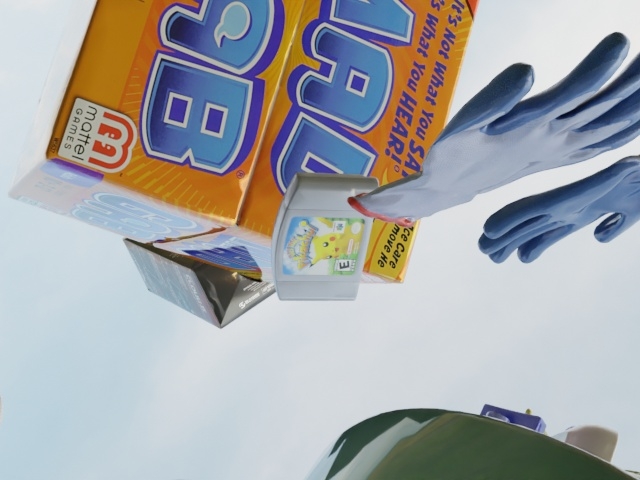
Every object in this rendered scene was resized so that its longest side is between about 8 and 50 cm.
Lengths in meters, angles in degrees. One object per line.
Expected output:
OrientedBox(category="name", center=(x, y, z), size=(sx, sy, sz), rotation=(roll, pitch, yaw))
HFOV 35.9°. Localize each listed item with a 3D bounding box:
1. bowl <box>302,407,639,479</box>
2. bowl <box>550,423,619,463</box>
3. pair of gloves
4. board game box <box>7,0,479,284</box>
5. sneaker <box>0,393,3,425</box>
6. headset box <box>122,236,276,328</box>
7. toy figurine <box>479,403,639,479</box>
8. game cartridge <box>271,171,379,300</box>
OrientedBox(category="bowl", center=(0.044, 0.232, 0.326), size=(0.163, 0.312, 0.311), rotation=(-31, -141, -34))
OrientedBox(category="bowl", center=(0.279, 0.273, 1.129), size=(0.053, 0.142, 0.142), rotation=(27, -107, 4))
OrientedBox(category="pair of gloves", center=(0.120, -0.035, 0.490), size=(0.159, 0.198, 0.023), rotation=(-29, -119, 36))
OrientedBox(category="board game box", center=(-0.094, -0.170, 1.068), size=(0.356, 0.356, 0.357), rotation=(-7, -115, 68))
OrientedBox(category="sneaker", center=(-0.234, 0.117, 0.456), size=(0.114, 0.152, 0.305), rotation=(-22, -149, -2))
OrientedBox(category="headset box", center=(-0.138, 0.010, 1.502), size=(0.218, 0.110, 0.293), rotation=(-34, -154, -24))
OrientedBox(category="toy figurine", center=(0.320, 0.352, 1.519), size=(0.362, 0.217, 0.191), rotation=(8, -128, 47))
OrientedBox(category="game cartridge", center=(0.000, 0.000, 0.570), size=(0.056, 0.083, 0.017), rotation=(2, -148, -12))
